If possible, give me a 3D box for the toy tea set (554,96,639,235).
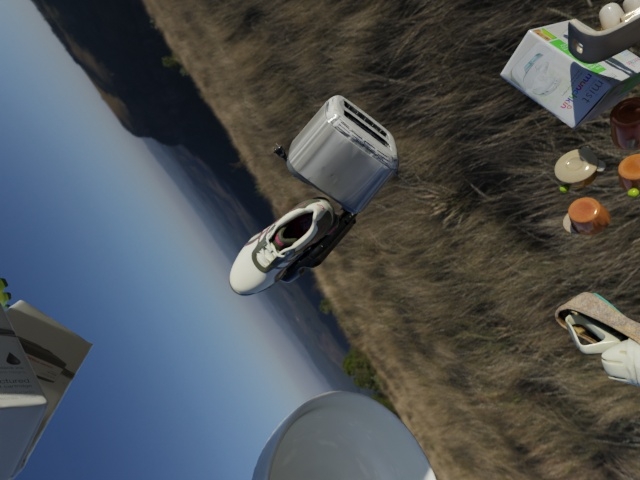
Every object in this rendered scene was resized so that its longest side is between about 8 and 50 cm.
[{"bbox_3d":[0.661,-0.157,0.888,0.124,0.336,0.200,28,-158,-39],"label":"toy tea set"}]

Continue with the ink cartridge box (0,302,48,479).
[{"bbox_3d":[-0.272,0.091,0.266,0.150,0.063,0.109,30,-175,36],"label":"ink cartridge box"}]

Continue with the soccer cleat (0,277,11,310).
[{"bbox_3d":[-0.646,0.129,0.705,0.093,0.289,0.121,55,-149,1],"label":"soccer cleat"}]

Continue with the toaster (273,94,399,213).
[{"bbox_3d":[0.042,-0.167,0.766,0.227,0.146,0.129,31,-145,-20],"label":"toaster"}]

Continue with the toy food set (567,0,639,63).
[{"bbox_3d":[0.602,-0.439,0.701,0.219,0.306,0.092,-16,-97,-58],"label":"toy food set"}]

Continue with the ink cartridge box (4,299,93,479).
[{"bbox_3d":[-0.409,0.216,0.441,0.129,0.223,0.307,43,170,-18],"label":"ink cartridge box"}]

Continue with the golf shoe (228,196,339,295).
[{"bbox_3d":[-0.090,0.010,0.783,0.105,0.273,0.120,50,-168,7],"label":"golf shoe"}]

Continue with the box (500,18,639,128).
[{"bbox_3d":[0.630,-0.419,1.000,0.231,0.262,0.127,50,146,22],"label":"box"}]

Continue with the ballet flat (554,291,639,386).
[{"bbox_3d":[0.536,0.194,0.719,0.316,0.106,0.108,-92,-17,-77],"label":"ballet flat"}]

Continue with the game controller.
[{"bbox_3d":[0.000,0.000,1.071,0.067,0.166,0.319,54,-145,-7],"label":"game controller"}]

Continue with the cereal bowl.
[{"bbox_3d":[0.032,0.430,0.640,0.339,0.339,0.141,52,130,14],"label":"cereal bowl"}]
